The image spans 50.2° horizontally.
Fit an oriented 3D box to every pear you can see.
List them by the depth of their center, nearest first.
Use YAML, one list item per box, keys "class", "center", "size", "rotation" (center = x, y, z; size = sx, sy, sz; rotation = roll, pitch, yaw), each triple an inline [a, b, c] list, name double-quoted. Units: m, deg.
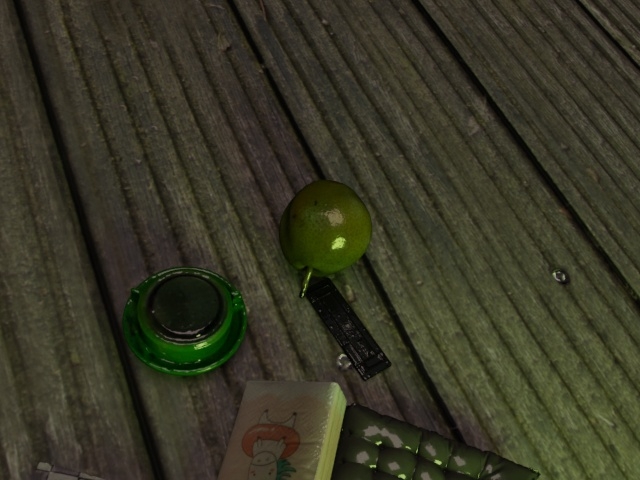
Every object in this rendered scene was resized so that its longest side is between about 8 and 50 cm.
- class: "pear"
  center: [0.000, 0.000, 1.241]
  size: [0.166, 0.180, 0.216]
  rotation: [33, 67, -28]

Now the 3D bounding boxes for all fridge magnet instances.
- class: "fridge magnet"
  center: [-0.228, 0.129, 1.155]
  size: [0.208, 0.088, 0.208]
  rotation: [5, 55, -7]

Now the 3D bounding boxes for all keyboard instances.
- class: "keyboard"
  center: [0.046, 0.157, 1.235]
  size: [0.061, 0.013, 0.204]
  rotation: [-25, 64, -24]

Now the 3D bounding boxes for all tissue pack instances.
- class: "tissue pack"
  center: [-0.073, 0.364, 0.996]
  size: [0.170, 0.071, 0.325]
  rotation: [-3, 50, 24]

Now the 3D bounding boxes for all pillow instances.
- class: "pillow"
  center: [0.156, 0.403, 1.036]
  size: [0.326, 0.101, 0.228]
  rotation: [22, 51, 3]

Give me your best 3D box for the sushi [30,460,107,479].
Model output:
- class: "sushi"
  center: [-0.352, 0.427, 0.948]
  size: [0.192, 0.050, 0.215]
  rotation: [16, 55, 1]
